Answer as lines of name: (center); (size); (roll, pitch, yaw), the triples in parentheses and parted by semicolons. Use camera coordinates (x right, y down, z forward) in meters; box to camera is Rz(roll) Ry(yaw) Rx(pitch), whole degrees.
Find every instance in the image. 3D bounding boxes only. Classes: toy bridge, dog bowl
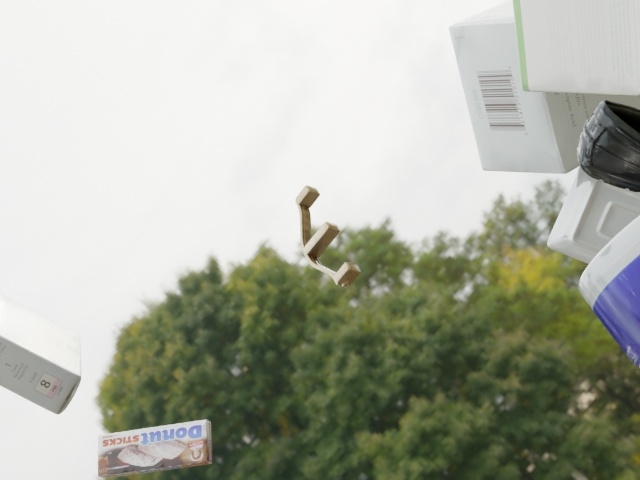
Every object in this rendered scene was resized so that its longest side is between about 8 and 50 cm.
toy bridge: (0.000, 0.000, 1.602); (0.026, 0.188, 0.063); (15, -56, -38)
dog bowl: (0.398, 0.015, 1.104); (0.265, 0.104, 0.265); (-27, -22, -12)

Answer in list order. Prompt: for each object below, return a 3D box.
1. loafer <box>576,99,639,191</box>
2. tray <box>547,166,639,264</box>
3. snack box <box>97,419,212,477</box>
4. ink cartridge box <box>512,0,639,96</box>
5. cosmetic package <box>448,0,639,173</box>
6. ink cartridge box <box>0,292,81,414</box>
loafer: (0.357, -0.075, 1.035); (0.076, 0.223, 0.078); (-68, -7, -49)
tray: (0.453, -0.004, 1.458); (0.030, 0.270, 0.145); (-39, -30, -72)
snack box: (-0.248, 0.312, 1.638); (0.178, 0.064, 0.022); (-10, -24, 14)
ink cartridge box: (0.258, -0.200, 0.868); (0.056, 0.235, 0.171); (-27, -64, -40)
cosmetic package: (0.377, -0.255, 1.509); (0.385, 0.156, 0.217); (-29, -68, -31)
ink cartridge box: (-0.374, 0.093, 1.209); (0.066, 0.232, 0.189); (-62, 15, 2)
